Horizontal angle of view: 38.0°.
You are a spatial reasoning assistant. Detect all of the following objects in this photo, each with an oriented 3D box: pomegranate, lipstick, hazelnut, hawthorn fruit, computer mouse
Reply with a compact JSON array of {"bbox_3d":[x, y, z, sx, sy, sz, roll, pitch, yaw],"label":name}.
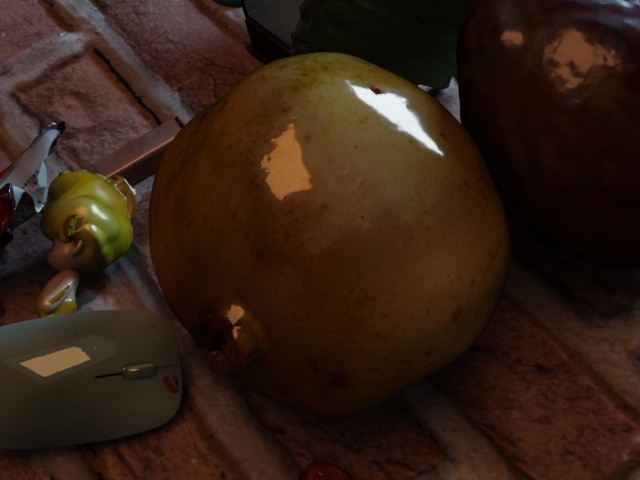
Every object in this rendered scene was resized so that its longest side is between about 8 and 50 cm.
[{"bbox_3d":[0.000,0.000,1.029,0.416,0.417,0.417,-5,57,8],"label":"pomegranate"},{"bbox_3d":[-0.260,-0.125,1.371,0.145,0.045,0.045,-32,60,-11],"label":"lipstick"},{"bbox_3d":[0.330,-0.168,1.087,0.420,0.352,0.421,11,65,-26],"label":"hazelnut"},{"bbox_3d":[0.007,0.287,1.049,0.077,0.077,0.077,-5,57,8],"label":"hawthorn fruit"},{"bbox_3d":[-0.317,0.170,1.134,0.288,0.097,0.160,-7,84,4],"label":"computer mouse"}]

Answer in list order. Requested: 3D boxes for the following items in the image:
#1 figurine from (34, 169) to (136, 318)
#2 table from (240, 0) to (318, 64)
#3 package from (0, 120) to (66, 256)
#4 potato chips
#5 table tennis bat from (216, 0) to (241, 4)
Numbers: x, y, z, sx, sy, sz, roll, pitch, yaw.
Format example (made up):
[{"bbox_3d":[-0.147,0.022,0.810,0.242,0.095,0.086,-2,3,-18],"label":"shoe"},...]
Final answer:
[{"bbox_3d":[-0.329,0.019,1.253,0.131,0.156,0.247,18,78,-14],"label":"figurine"},{"bbox_3d":[0.012,-0.363,1.328,0.196,0.282,0.250,-38,60,-14],"label":"table"},{"bbox_3d":[-0.409,-0.052,1.240,0.071,0.269,0.194,38,58,-14],"label":"package"},{"bbox_3d":[0.130,-0.296,1.172,0.358,0.429,0.070,-44,66,23],"label":"potato chips"},{"bbox_3d":[-0.099,-0.460,1.563,0.201,0.033,0.124,-23,58,1],"label":"table tennis bat"}]
